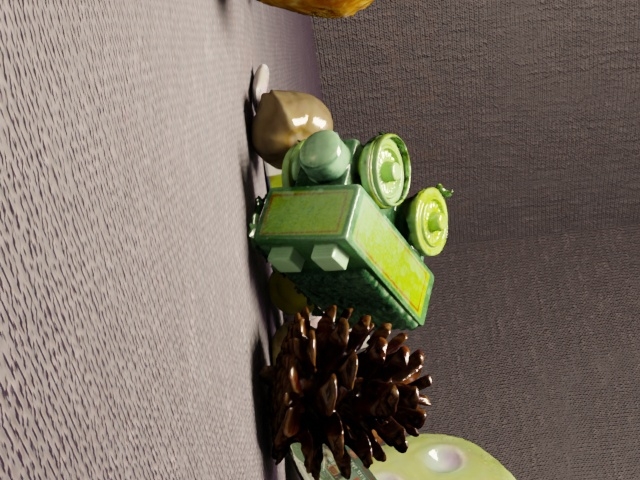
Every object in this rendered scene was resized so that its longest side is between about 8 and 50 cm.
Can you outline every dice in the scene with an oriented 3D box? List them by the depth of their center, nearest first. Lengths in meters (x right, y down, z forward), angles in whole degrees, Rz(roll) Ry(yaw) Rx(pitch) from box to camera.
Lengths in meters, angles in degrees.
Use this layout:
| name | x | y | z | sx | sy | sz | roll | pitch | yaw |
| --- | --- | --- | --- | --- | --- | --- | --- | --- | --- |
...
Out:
| name | x | y | z | sx | sy | sz | roll | pitch | yaw |
| --- | --- | --- | --- | --- | --- | --- | --- | --- | --- |
| dice | 0.152 | 0.448 | 1.812 | 0.250 | 0.252 | 0.254 | 41 | -40 | 48 |

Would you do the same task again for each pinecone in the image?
| name | x | y | z | sx | sy | sz | roll | pitch | yaw |
| --- | --- | --- | --- | --- | --- | --- | --- | --- | --- |
| pinecone | 0.028 | 0.169 | 1.412 | 0.208 | 0.208 | 0.207 | -7 | 90 | -87 |

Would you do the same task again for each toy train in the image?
| name | x | y | z | sx | sy | sz | roll | pitch | yaw |
| --- | --- | --- | --- | --- | --- | --- | --- | --- | --- |
| toy train | 0.044 | -0.011 | 1.531 | 0.271 | 0.159 | 0.188 | 49 | 49 | -47 |

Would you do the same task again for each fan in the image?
| name | x | y | z | sx | sy | sz | roll | pitch | yaw |
| --- | --- | --- | --- | --- | --- | --- | --- | --- | --- |
| fan | 0.006 | 0.295 | 1.613 | 0.294 | 0.012 | 0.223 | 31 | 24 | -46 |

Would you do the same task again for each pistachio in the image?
| name | x | y | z | sx | sy | sz | roll | pitch | yaw |
| --- | --- | --- | --- | --- | --- | --- | --- | --- | --- |
| pistachio | -0.041 | -0.142 | 1.624 | 0.149 | 0.113 | 0.113 | -143 | -136 | -73 |

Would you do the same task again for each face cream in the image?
| name | x | y | z | sx | sy | sz | roll | pitch | yaw |
| --- | --- | --- | --- | --- | --- | --- | --- | --- | --- |
| face cream | -0.081 | -0.203 | 1.702 | 0.115 | 0.020 | 0.038 | -83 | 176 | -62 |

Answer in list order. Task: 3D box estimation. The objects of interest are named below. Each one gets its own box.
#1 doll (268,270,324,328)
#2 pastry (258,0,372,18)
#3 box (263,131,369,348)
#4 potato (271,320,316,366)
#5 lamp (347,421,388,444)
| name | x | y | z | sx | sy | sz | roll | pitch | yaw |
| --- | --- | --- | --- | --- | --- | --- | --- | --- | --- |
| doll | -0.020 | 0.088 | 1.667 | 0.207 | 0.081 | 0.129 | 76 | 10 | -57 |
| pastry | 0.003 | -0.353 | 1.486 | 0.170 | 0.256 | 0.236 | 96 | 1 | -70 |
| box | 0.000 | 0.000 | 1.851 | 0.200 | 0.107 | 0.299 | -70 | 151 | -82 |
| potato | -0.019 | 0.159 | 1.590 | 0.138 | 0.070 | 0.091 | 76 | 25 | -50 |
| lamp | 0.042 | 0.260 | 1.927 | 0.136 | 0.136 | 0.136 | -7 | 90 | -87 |
